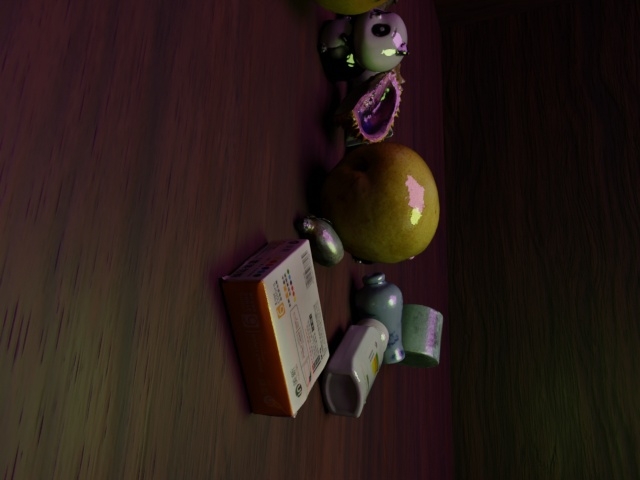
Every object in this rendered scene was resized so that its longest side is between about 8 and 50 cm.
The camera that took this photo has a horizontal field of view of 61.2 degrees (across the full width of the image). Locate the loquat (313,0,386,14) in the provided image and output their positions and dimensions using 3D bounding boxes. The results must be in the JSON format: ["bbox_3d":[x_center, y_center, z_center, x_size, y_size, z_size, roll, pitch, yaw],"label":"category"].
[{"bbox_3d":[0.060,-0.726,1.277,0.359,0.328,0.328,46,5,25],"label":"loquat"}]

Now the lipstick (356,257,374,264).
[{"bbox_3d":[0.144,-0.133,1.668,0.077,0.077,0.418,41,48,-62],"label":"lipstick"}]

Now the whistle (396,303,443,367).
[{"bbox_3d":[0.258,0.295,1.806,0.405,0.188,0.168,28,59,-27],"label":"whistle"}]

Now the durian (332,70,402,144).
[{"bbox_3d":[0.121,-0.368,1.513,0.260,0.186,0.153,-41,132,-26],"label":"durian"}]

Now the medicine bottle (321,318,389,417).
[{"bbox_3d":[0.097,0.315,1.405,0.296,0.111,0.161,-45,133,-65],"label":"medicine bottle"}]

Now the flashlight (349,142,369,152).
[{"bbox_3d":[0.112,-0.218,1.591,0.232,0.093,0.093,-79,154,-44],"label":"flashlight"}]

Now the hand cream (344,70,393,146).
[{"bbox_3d":[0.144,-0.418,1.663,0.093,0.147,0.306,55,30,-54],"label":"hand cream"}]

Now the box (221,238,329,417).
[{"bbox_3d":[-0.073,0.157,1.014,0.221,0.091,0.274,-41,124,-63],"label":"box"}]

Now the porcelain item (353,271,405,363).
[{"bbox_3d":[0.180,0.224,1.577,0.141,0.141,0.259,-27,104,-68],"label":"porcelain item"}]

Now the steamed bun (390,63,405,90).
[{"bbox_3d":[0.221,-0.585,1.882,0.292,0.137,0.295,39,48,-66],"label":"steamed bun"}]

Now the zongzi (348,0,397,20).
[{"bbox_3d":[0.113,-0.806,1.631,0.323,0.160,0.360,64,36,-33],"label":"zongzi"}]

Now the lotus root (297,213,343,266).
[{"bbox_3d":[0.002,-0.002,1.266,0.165,0.088,0.088,56,34,-36],"label":"lotus root"}]

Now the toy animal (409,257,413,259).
[{"bbox_3d":[0.312,-0.035,1.980,0.197,0.171,0.171,57,35,-46],"label":"toy animal"}]

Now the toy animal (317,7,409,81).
[{"bbox_3d":[0.123,-0.541,1.486,0.165,0.235,0.187,51,39,-47],"label":"toy animal"}]

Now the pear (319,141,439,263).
[{"bbox_3d":[0.148,-0.092,1.358,0.314,0.314,0.314,-4,90,-69],"label":"pear"}]
